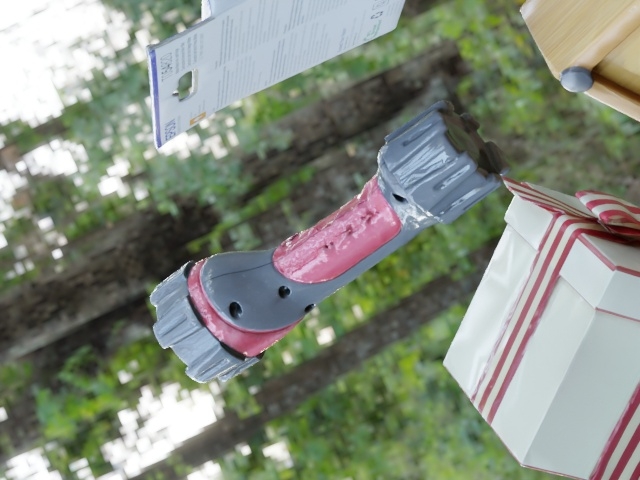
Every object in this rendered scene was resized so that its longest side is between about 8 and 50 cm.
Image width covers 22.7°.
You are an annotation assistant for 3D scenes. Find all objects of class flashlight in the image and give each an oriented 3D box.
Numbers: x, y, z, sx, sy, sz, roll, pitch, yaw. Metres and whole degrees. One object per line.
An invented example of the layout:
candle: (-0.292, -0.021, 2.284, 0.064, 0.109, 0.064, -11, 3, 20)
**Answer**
flashlight: (0.000, 0.000, 1.281, 0.103, 0.304, 0.103, 50, -155, -8)

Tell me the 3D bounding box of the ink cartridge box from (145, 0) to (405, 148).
ink cartridge box: (-0.035, -0.165, 1.164, 0.045, 0.224, 0.223, 60, 169, 10)

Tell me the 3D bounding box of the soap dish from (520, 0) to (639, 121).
soap dish: (0.310, -0.174, 1.107, 0.229, 0.291, 0.118, 24, -126, -17)

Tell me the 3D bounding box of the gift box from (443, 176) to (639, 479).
gift box: (0.287, 0.079, 1.644, 0.255, 0.258, 0.276, 14, -160, -29)
